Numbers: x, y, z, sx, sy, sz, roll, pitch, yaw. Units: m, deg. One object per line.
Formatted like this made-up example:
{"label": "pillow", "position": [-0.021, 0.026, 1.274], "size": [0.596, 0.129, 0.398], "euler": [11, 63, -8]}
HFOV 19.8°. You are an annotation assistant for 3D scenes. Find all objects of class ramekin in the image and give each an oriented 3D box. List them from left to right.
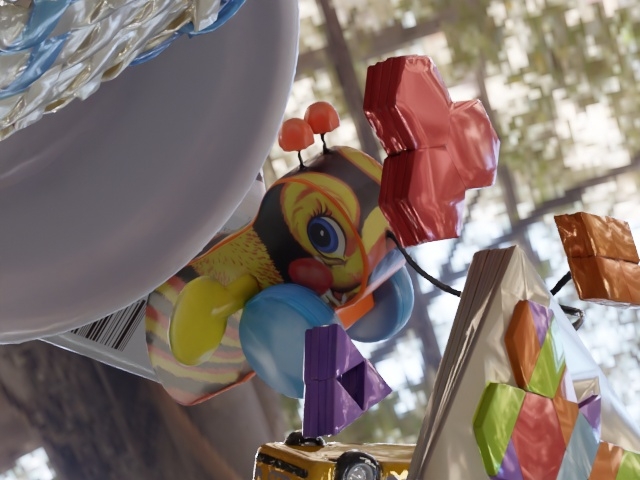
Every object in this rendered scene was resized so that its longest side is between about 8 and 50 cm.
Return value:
{"label": "ramekin", "position": [-0.162, -0.101, 0.875], "size": [0.277, 0.277, 0.135], "euler": [-30, -146, -16]}

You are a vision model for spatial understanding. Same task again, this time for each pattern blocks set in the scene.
{"label": "pattern blocks set", "position": [0.099, 0.101, 0.796], "size": [0.026, 0.325, 0.285], "euler": [-9, -124, 37]}

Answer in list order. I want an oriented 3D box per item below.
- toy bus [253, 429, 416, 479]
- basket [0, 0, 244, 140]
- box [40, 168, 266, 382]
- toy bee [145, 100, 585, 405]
{"label": "toy bus", "position": [0.097, 0.259, 1.780], "size": [0.333, 0.130, 0.108], "euler": [5, -176, -33]}
{"label": "basket", "position": [-0.074, -0.170, 0.594], "size": [0.289, 0.201, 0.255], "euler": [-44, -176, -39]}
{"label": "box", "position": [-0.162, -0.009, 1.460], "size": [0.181, 0.182, 0.119], "euler": [22, -152, -20]}
{"label": "toy bee", "position": [0.000, 0.000, 1.100], "size": [0.298, 0.162, 0.195], "euler": [-19, -168, 21]}
